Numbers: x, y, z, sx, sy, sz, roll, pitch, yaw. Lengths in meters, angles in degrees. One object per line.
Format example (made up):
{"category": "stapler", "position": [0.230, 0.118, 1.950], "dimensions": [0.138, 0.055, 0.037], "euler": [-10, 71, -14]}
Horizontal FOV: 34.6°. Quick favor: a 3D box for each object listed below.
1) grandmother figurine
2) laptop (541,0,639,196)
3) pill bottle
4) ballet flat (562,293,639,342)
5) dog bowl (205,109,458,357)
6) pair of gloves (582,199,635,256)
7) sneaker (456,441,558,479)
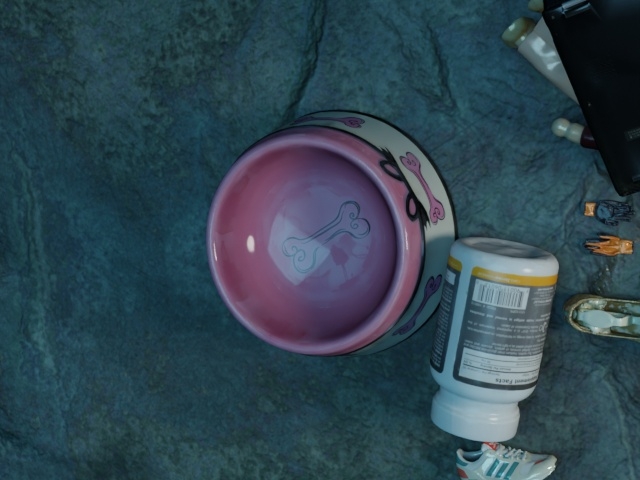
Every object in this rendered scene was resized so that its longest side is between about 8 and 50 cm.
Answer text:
{"category": "grandmother figurine", "position": [0.414, -0.209, 1.425], "dimensions": [0.342, 0.104, 0.208], "euler": [50, 135, 15]}
{"category": "laptop", "position": [0.489, -0.327, 1.259], "dimensions": [0.382, 0.236, 0.408], "euler": [-18, 107, 31]}
{"category": "pill bottle", "position": [0.250, 0.144, 1.526], "dimensions": [0.162, 0.162, 0.278], "euler": [13, 103, 21]}
{"category": "ballet flat", "position": [0.453, 0.118, 1.488], "dimensions": [0.206, 0.067, 0.073], "euler": [1, 97, 22]}
{"category": "dog bowl", "position": [0.000, 0.000, 1.617], "dimensions": [0.408, 0.150, 0.408], "euler": [3, 98, 23]}
{"category": "pair of gloves", "position": [0.424, -0.018, 1.512], "dimensions": [0.074, 0.010, 0.083], "euler": [3, 96, 24]}
{"category": "sneaker", "position": [0.284, 0.342, 1.595], "dimensions": [0.161, 0.057, 0.075], "euler": [-16, 96, 27]}
